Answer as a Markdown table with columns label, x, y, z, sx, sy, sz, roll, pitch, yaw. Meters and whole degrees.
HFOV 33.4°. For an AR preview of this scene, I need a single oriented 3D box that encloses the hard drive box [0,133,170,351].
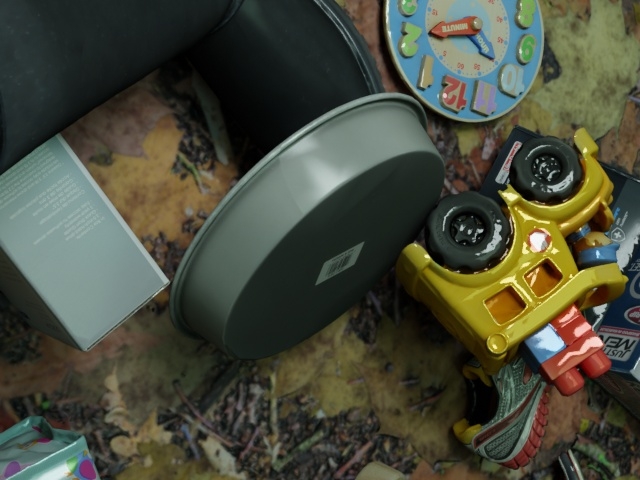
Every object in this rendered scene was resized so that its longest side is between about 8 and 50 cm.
| label | x | y | z | sx | sy | sz | roll | pitch | yaw |
| --- | --- | --- | --- | --- | --- | --- | --- | --- | --- |
| hard drive box | -0.248 | -0.034 | 0.852 | 0.089 | 0.181 | 0.232 | -40 | 110 | -21 |

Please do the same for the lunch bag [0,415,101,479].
| label | x | y | z | sx | sy | sz | roll | pitch | yaw |
| --- | --- | --- | --- | --- | --- | --- | --- | --- | --- |
| lunch bag | -0.288 | 0.300 | 0.859 | 0.262 | 0.160 | 0.223 | -28 | 105 | -30 |

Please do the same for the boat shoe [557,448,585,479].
| label | x | y | z | sx | sy | sz | roll | pitch | yaw |
| --- | --- | --- | --- | --- | --- | --- | --- | --- | --- |
| boat shoe | 0.291 | 0.306 | 1.222 | 0.043 | 0.049 | 0.137 | -14 | 102 | 14 |

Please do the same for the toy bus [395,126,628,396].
| label | x | y | z | sx | sy | sz | roll | pitch | yaw |
| --- | --- | --- | --- | --- | --- | --- | --- | --- | --- |
| toy bus | 0.213 | 0.033 | 1.010 | 0.220 | 0.149 | 0.211 | -36 | 71 | -6 |

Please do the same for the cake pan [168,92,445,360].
| label | x | y | z | sx | sy | sz | roll | pitch | yaw |
| --- | --- | --- | --- | --- | --- | --- | --- | --- | --- |
| cake pan | 0.000 | 0.000 | 0.939 | 0.293 | 0.293 | 0.054 | -34 | 67 | -22 |

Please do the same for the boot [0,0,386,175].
| label | x | y | z | sx | sy | sz | roll | pitch | yaw |
| --- | --- | --- | --- | --- | --- | --- | --- | --- | --- |
| boot | -0.122 | -0.142 | 0.795 | 0.367 | 0.146 | 0.445 | 57 | 25 | -8 |

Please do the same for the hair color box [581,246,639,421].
| label | x | y | z | sx | sy | sz | roll | pitch | yaw |
| --- | --- | --- | --- | --- | --- | --- | --- | --- | --- |
| hair color box | 0.462 | 0.052 | 1.265 | 0.174 | 0.105 | 0.347 | 40 | 74 | -23 |

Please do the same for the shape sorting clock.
| label | x | y | z | sx | sy | sz | roll | pitch | yaw |
| --- | --- | --- | --- | --- | --- | --- | --- | --- | --- |
| shape sorting clock | 0.157 | -0.228 | 1.131 | 0.206 | 0.040 | 0.206 | -1 | 93 | -28 |

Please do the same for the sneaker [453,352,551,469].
| label | x | y | z | sx | sy | sz | roll | pitch | yaw |
| --- | --- | --- | --- | --- | --- | --- | --- | --- | --- |
| sneaker | 0.208 | 0.128 | 1.148 | 0.093 | 0.088 | 0.225 | 20 | 80 | -20 |

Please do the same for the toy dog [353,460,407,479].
| label | x | y | z | sx | sy | sz | roll | pitch | yaw |
| --- | --- | --- | --- | --- | --- | --- | --- | --- | --- |
| toy dog | 0.057 | 0.378 | 1.042 | 0.334 | 0.220 | 0.161 | -39 | 140 | -13 |

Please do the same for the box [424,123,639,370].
| label | x | y | z | sx | sy | sz | roll | pitch | yaw |
| --- | --- | --- | --- | --- | --- | --- | --- | --- | --- |
| box | 0.234 | 0.010 | 1.123 | 0.175 | 0.051 | 0.220 | 27 | 77 | 14 |
